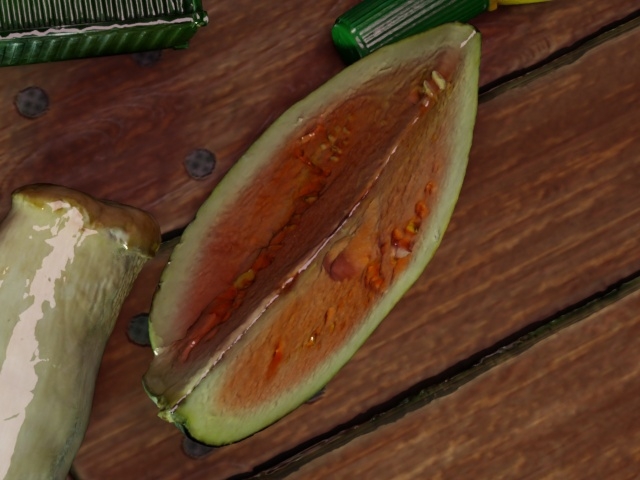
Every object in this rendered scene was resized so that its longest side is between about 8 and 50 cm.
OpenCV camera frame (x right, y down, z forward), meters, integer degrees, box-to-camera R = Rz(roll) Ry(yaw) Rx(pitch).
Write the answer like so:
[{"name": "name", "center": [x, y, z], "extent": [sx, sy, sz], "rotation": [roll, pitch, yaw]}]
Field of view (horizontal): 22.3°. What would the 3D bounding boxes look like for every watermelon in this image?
[{"name": "watermelon", "center": [-0.018, -0.010, 1.041], "extent": [0.128, 0.159, 0.303], "rotation": [34, 78, 23]}]

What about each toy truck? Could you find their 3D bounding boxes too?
[{"name": "toy truck", "center": [-0.212, -0.174, 1.030], "extent": [0.259, 0.088, 0.121], "rotation": [-7, 86, -15]}]

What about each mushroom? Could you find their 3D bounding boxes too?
[{"name": "mushroom", "center": [-0.210, 0.120, 0.991], "extent": [0.123, 0.095, 0.351], "rotation": [38, 71, -34]}]

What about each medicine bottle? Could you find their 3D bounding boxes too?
[{"name": "medicine bottle", "center": [0.123, -0.195, 1.122], "extent": [0.260, 0.064, 0.095], "rotation": [-33, 92, -14]}]
